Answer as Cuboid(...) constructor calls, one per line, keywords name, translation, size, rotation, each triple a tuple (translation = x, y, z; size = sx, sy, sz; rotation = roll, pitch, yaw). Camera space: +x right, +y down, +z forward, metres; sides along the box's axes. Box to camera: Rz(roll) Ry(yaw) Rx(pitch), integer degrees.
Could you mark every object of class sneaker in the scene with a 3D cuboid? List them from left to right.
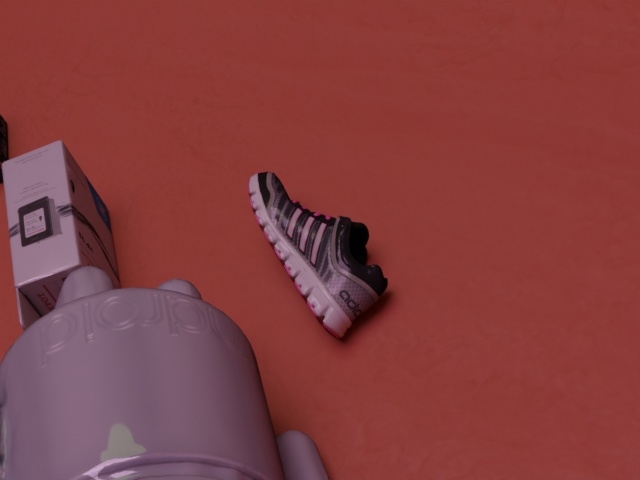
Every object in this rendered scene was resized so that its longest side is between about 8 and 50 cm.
Cuboid(name="sneaker", translation=(0.000, 0.000, 1.313), size=(0.074, 0.063, 0.170), rotation=(-32, 55, -2))

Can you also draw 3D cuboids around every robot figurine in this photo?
Cuboid(name="robot figurine", translation=(-0.126, 0.175, 1.127), size=(0.299, 0.200, 0.353), rotation=(6, 39, -21))

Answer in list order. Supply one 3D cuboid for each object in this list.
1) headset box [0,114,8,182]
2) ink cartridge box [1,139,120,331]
Cuboid(name="headset box", translation=(-0.321, -0.095, 1.512), size=(0.032, 0.062, 0.083), rotation=(-18, 51, 10))
Cuboid(name="ink cartridge box", translation=(-0.215, 0.018, 1.358), size=(0.060, 0.104, 0.180), rotation=(-20, 51, 6))
